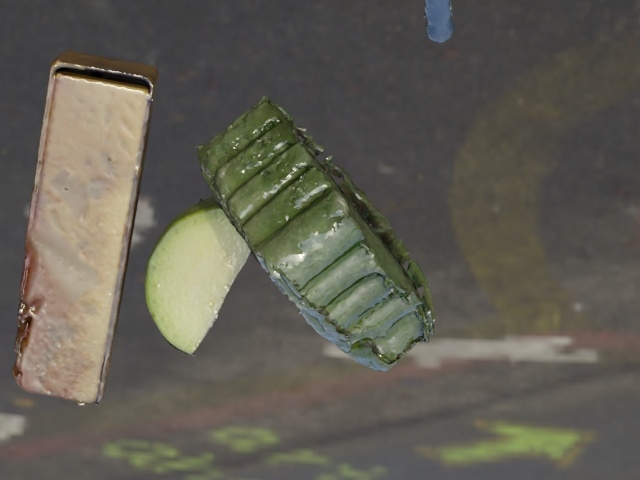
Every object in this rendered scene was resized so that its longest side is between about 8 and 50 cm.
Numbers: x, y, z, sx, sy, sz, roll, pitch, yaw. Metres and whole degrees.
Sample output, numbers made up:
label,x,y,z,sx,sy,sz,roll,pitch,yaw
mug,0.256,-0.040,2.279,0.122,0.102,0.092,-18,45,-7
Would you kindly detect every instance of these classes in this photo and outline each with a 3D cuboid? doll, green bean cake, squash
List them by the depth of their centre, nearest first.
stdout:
label,x,y,z,sx,sy,sz,roll,pitch,yaw
green bean cake,0.000,0.000,1.935,0.132,0.255,0.241,-37,137,4
squash,-0.169,0.016,2.128,0.085,0.192,0.184,26,-174,-33
doll,0.143,-0.292,2.248,0.037,0.027,0.125,-7,137,3

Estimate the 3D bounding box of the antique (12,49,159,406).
label,x,y,z,sx,sy,sz,roll,pitch,yaw
antique,-0.217,-0.010,1.667,0.093,0.310,0.087,9,-167,-4
